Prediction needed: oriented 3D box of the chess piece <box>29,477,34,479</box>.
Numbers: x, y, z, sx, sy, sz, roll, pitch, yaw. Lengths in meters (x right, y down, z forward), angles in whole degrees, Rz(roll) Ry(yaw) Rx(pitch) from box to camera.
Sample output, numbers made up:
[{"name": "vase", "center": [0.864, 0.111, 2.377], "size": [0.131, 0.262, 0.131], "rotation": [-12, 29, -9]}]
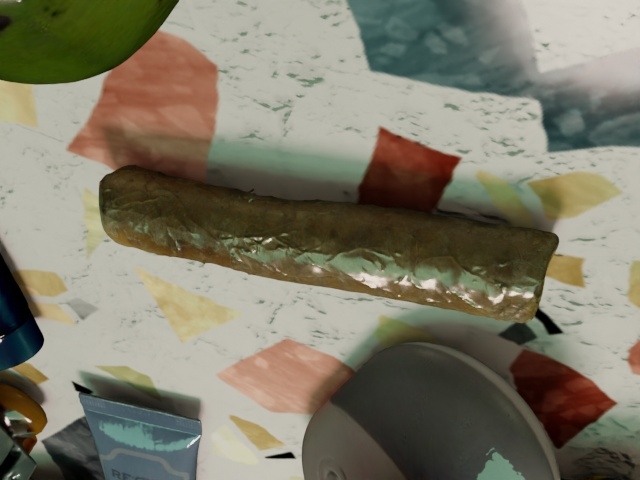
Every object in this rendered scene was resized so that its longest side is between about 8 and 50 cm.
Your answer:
[{"name": "chess piece", "center": [-0.419, 0.334, 1.455], "size": [0.301, 0.137, 0.137], "rotation": [15, 144, 25]}]

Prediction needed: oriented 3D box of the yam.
[{"name": "yam", "center": [0.000, 0.000, 0.896], "size": [0.356, 0.081, 0.081], "rotation": [10, 142, 12]}]

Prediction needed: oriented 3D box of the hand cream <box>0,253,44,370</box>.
[{"name": "hand cream", "center": [-0.345, 0.013, 1.064], "size": [0.120, 0.061, 0.270], "rotation": [-10, 131, 10]}]

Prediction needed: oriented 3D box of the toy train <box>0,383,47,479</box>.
[{"name": "toy train", "center": [-0.445, 0.193, 1.250], "size": [0.231, 0.163, 0.369], "rotation": [5, 141, 30]}]

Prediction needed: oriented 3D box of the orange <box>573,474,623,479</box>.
[{"name": "orange", "center": [0.255, 0.327, 1.072], "size": [0.193, 0.219, 0.219], "rotation": [11, 144, -15]}]

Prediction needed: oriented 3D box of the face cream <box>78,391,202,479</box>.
[{"name": "face cream", "center": [-0.193, 0.305, 1.343], "size": [0.135, 0.086, 0.385], "rotation": [11, 137, 9]}]

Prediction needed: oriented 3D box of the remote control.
[{"name": "remote control", "center": [0.092, 0.217, 1.065], "size": [0.221, 0.103, 0.332], "rotation": [49, 140, 9]}]

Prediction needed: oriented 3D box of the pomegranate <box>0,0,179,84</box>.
[{"name": "pomegranate", "center": [-0.174, -0.202, 0.596], "size": [0.270, 0.254, 0.254], "rotation": [9, 142, 27]}]
